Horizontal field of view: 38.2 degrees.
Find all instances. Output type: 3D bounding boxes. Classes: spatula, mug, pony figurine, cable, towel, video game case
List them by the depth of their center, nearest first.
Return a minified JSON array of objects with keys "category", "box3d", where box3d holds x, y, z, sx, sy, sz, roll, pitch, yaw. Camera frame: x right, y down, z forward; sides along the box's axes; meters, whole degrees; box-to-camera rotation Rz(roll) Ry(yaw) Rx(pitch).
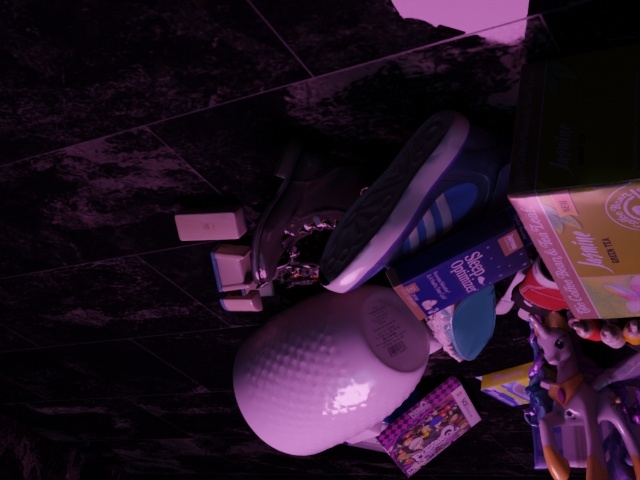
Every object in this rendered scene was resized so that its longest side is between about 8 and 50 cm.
[{"category":"cable","box3d":[0.514,0.173,1.567,0.140,0.072,0.287,-2,156,38]},{"category":"spatula","box3d":[0.350,0.089,1.697,0.168,0.019,0.242,13,151,2]},{"category":"pony figurine","box3d":[0.518,0.299,1.723,0.351,0.363,0.303,15,148,-42]},{"category":"mug","box3d":[0.072,0.224,1.760,0.374,0.276,0.328,-3,157,-41]},{"category":"cable","box3d":[0.009,0.114,1.844,0.151,0.047,0.184,24,148,-20]},{"category":"towel","box3d":[0.572,0.374,1.872,0.285,0.209,0.034,-7,129,14]},{"category":"video game case","box3d":[0.257,0.439,2.166,0.232,0.042,0.210,-38,140,-4]}]

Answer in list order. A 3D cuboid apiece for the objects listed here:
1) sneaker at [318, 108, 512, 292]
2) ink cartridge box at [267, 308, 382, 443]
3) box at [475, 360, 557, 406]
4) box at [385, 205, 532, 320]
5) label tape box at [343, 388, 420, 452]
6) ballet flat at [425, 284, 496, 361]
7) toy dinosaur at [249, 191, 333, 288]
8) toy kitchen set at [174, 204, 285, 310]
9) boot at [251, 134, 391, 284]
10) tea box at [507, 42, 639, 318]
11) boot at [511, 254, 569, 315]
[{"category":"sneaker","box3d":[0.177,-0.010,1.349,0.236,0.130,0.322,33,100,-26]},{"category":"ink cartridge box","box3d":[0.006,0.296,2.000,0.278,0.201,0.117,26,148,-23]},{"category":"box","box3d":[0.440,0.319,2.036,0.109,0.042,0.178,30,145,-27]},{"category":"box","box3d":[0.217,0.030,1.319,0.225,0.036,0.136,-29,147,8]},{"category":"label tape box","box3d":[0.118,0.464,2.346,0.241,0.105,0.333,9,150,7]},{"category":"ballet flat","box3d":[0.218,0.056,1.603,0.147,0.147,0.408,2,144,18]},{"category":"toy dinosaur","box3d":[0.000,0.000,1.599,0.219,0.164,0.322,13,136,-32]},{"category":"toy kitchen set","box3d":[-0.163,0.017,1.732,0.122,0.166,0.207,-1,111,22]},{"category":"boot","box3d":[0.025,-0.027,1.425,0.229,0.262,0.091,18,-171,0]},{"category":"tea box","box3d":[0.447,-0.071,1.180,0.324,0.219,0.329,-6,146,30]},{"category":"boot","box3d":[0.463,0.091,1.590,0.244,0.088,0.176,11,154,-1]}]
